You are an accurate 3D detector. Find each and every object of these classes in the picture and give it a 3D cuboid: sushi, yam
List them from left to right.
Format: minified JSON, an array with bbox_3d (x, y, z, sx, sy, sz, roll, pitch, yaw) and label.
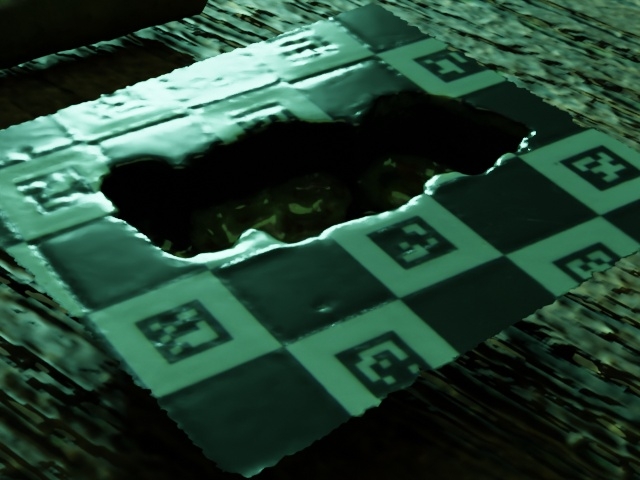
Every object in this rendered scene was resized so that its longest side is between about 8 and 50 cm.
[{"bbox_3d":[-0.190,-0.078,0.551,0.326,0.045,0.045,-21,77,-34],"label":"yam"},{"bbox_3d":[0.000,0.000,0.483,0.215,0.051,0.192,-25,45,-31],"label":"sushi"}]
